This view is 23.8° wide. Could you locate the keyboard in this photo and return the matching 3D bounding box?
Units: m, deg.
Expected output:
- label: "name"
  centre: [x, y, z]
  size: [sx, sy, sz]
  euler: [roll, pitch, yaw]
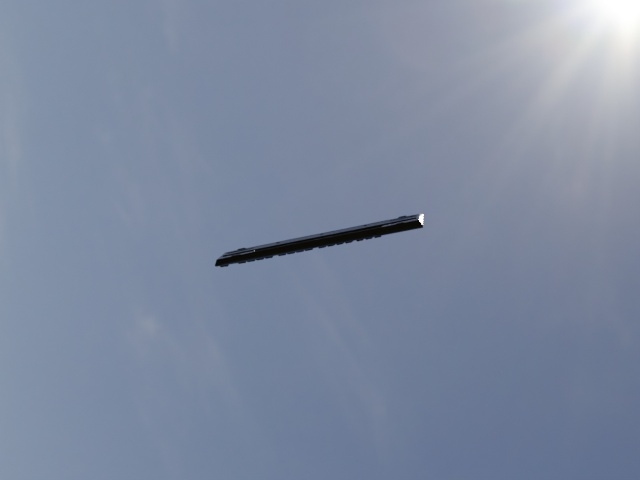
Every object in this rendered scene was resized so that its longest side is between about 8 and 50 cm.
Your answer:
- label: "keyboard"
  centre: [0.000, 0.000, 1.470]
  size: [0.067, 0.202, 0.011]
  euler: [-61, 140, -81]
